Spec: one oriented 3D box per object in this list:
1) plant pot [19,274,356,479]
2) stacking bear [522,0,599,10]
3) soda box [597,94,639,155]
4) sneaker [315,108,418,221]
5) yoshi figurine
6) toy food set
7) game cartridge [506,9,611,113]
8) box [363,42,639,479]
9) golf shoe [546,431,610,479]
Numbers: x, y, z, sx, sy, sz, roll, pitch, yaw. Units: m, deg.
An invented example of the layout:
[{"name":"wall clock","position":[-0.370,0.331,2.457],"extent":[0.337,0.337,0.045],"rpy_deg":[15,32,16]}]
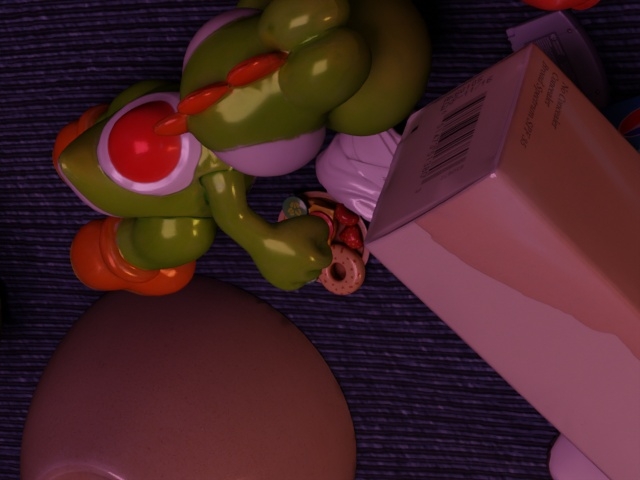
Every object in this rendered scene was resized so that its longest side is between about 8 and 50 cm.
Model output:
[{"name":"plant pot","position":[-0.138,0.194,1.611],"extent":[0.284,0.191,0.284],"rpy_deg":[11,119,22]},{"name":"stacking bear","position":[0.072,-0.237,1.295],"extent":[0.289,0.164,0.175],"rpy_deg":[17,112,-11]},{"name":"soda box","position":[0.270,-0.070,1.346],"extent":[0.210,0.071,0.067],"rpy_deg":[-17,122,31]},{"name":"sneaker","position":[0.110,-0.038,1.440],"extent":[0.232,0.090,0.115],"rpy_deg":[31,120,9]},{"name":"yoshi figurine","position":[-0.044,-0.086,1.428],"extent":[0.203,0.203,0.362],"rpy_deg":[38,145,-15]},{"name":"toy food set","position":[0.000,0.000,1.551],"extent":[0.082,0.020,0.083],"rpy_deg":[17,120,19]},{"name":"game cartridge","position":[0.174,-0.124,1.408],"extent":[0.056,0.017,0.083],"rpy_deg":[-17,105,35]},{"name":"box","position":[0.187,0.035,1.320],"extent":[0.311,0.148,0.121],"rpy_deg":[42,131,-22]},{"name":"golf shoe","position":[0.248,0.161,1.464],"extent":[0.198,0.094,0.077],"rpy_deg":[-18,106,33]}]
